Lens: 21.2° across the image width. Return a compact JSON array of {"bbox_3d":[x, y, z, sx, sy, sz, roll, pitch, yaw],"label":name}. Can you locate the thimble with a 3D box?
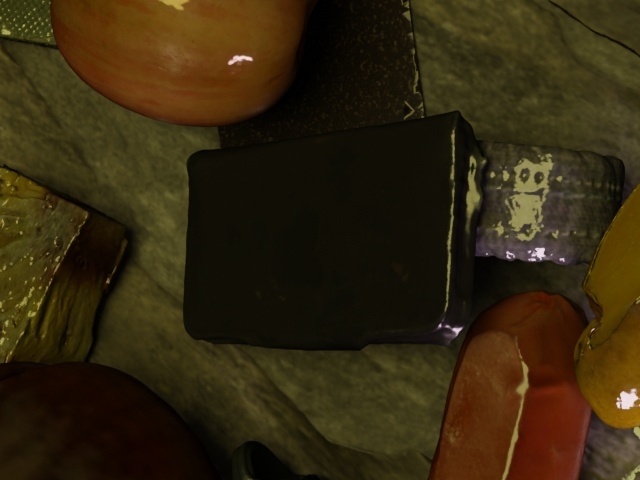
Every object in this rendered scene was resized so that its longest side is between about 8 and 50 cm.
[{"bbox_3d":[0.183,-0.030,1.453,0.150,0.150,0.097,6,91,26],"label":"thimble"}]

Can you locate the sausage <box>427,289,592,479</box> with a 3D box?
[{"bbox_3d":[0.165,0.169,1.460,0.133,0.133,0.258,12,91,26],"label":"sausage"}]

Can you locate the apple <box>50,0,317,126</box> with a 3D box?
[{"bbox_3d":[-0.113,-0.228,1.570,0.241,0.242,0.242,24,97,13],"label":"apple"}]

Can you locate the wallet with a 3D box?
[{"bbox_3d":[0.000,0.000,1.516,0.378,0.051,0.197,-6,81,49],"label":"wallet"}]

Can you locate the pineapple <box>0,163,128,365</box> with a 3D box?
[{"bbox_3d":[-0.281,0.021,1.695,0.186,0.114,0.236,-18,76,24],"label":"pineapple"}]

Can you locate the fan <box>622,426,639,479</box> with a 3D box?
[{"bbox_3d":[0.299,0.165,1.460,0.191,0.009,0.329,47,106,20],"label":"fan"}]

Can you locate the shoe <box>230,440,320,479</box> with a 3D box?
[{"bbox_3d":[0.013,0.276,1.543,0.093,0.108,0.241,-32,80,16],"label":"shoe"}]

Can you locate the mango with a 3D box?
[{"bbox_3d":[0.300,0.035,1.379,0.262,0.167,0.130,-48,29,5],"label":"mango"}]

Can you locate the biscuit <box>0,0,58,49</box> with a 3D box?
[{"bbox_3d":[-0.315,-0.266,1.768,0.199,0.040,0.121,11,90,27],"label":"biscuit"}]

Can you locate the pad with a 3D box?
[{"bbox_3d":[-0.015,-0.206,1.638,0.220,0.004,0.330,-11,82,25],"label":"pad"}]

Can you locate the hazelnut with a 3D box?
[{"bbox_3d":[-0.234,0.295,1.526,0.359,0.359,0.409,-36,78,20],"label":"hazelnut"}]
